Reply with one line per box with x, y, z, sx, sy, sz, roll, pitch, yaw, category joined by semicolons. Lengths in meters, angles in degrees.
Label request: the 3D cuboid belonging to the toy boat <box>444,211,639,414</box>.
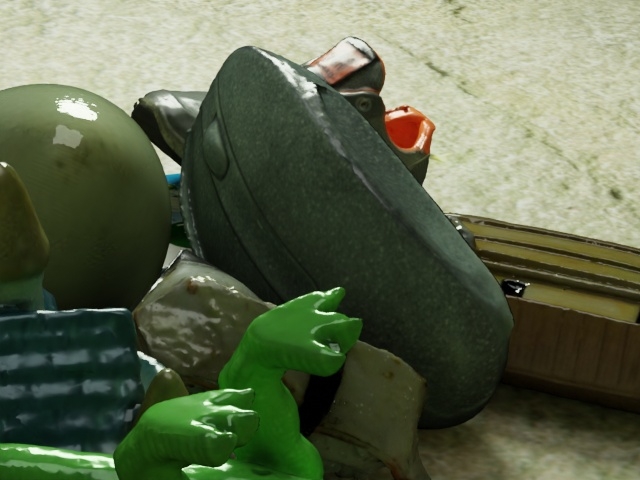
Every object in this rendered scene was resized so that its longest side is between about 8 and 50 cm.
0.239;0.071;1.487;0.445;0.136;0.162;11;31;12;toy boat

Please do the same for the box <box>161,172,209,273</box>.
-0.120;0.008;1.623;0.139;0.073;0.194;-7;27;-26;box

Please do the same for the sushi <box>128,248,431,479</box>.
-0.015;0.104;1.295;0.273;0.109;0.134;33;62;-5;sushi

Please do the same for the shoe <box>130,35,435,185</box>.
-0.010;-0.114;1.670;0.336;0.171;0.132;16;17;-41;shoe

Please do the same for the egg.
-0.225;-0.018;1.434;0.218;0.218;0.295;-7;-14;-22;egg

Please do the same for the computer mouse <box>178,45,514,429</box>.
-0.002;0.000;1.441;0.114;0.203;0.374;-21;58;-43;computer mouse

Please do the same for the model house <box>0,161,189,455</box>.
-0.158;0.098;1.133;0.194;0.325;0.267;-5;27;-15;model house

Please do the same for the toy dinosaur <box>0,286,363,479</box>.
-0.064;0.214;1.019;0.500;0.374;0.144;-12;31;22;toy dinosaur
